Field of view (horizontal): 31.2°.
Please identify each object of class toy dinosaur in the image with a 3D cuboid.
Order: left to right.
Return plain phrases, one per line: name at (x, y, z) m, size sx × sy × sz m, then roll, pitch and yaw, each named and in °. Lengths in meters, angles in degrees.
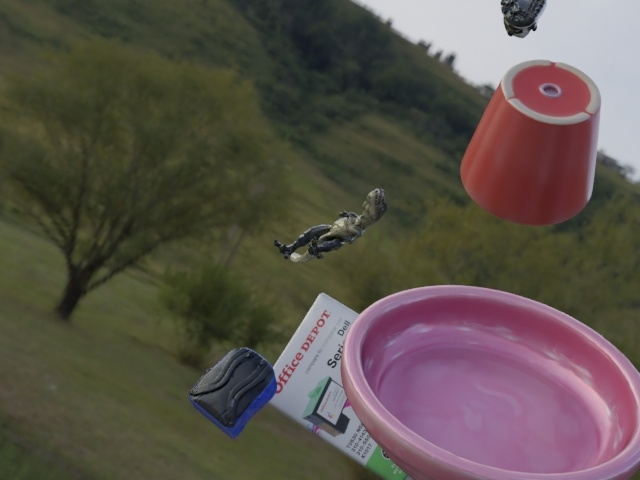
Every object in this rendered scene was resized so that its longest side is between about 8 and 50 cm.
toy dinosaur at (0.000, 0.000, 1.839) m, size 0.118 × 0.064 × 0.268 m, roll -21°, pitch -6°, yaw -46°

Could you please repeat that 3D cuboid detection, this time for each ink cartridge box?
ink cartridge box at (0.068, 0.243, 1.846) m, size 0.278 × 0.201 × 0.117 m, roll 31°, pitch -8°, yaw 17°

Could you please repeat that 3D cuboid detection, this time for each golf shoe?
golf shoe at (0.335, -0.369, 1.872) m, size 0.077 × 0.094 × 0.198 m, roll -8°, pitch 27°, yaw 12°

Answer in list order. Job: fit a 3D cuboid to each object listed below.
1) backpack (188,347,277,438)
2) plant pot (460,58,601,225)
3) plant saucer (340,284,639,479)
backpack at (-0.127, 0.226, 1.731) m, size 0.098 × 0.120 × 0.101 m, roll 36°, pitch -17°, yaw 17°
plant pot at (0.432, -0.207, 2.273) m, size 0.275 × 0.275 × 0.243 m, roll 26°, pitch -40°, yaw 18°
plant saucer at (0.181, 0.171, 1.212) m, size 0.332 × 0.084 × 0.332 m, roll 8°, pitch 30°, yaw -5°
